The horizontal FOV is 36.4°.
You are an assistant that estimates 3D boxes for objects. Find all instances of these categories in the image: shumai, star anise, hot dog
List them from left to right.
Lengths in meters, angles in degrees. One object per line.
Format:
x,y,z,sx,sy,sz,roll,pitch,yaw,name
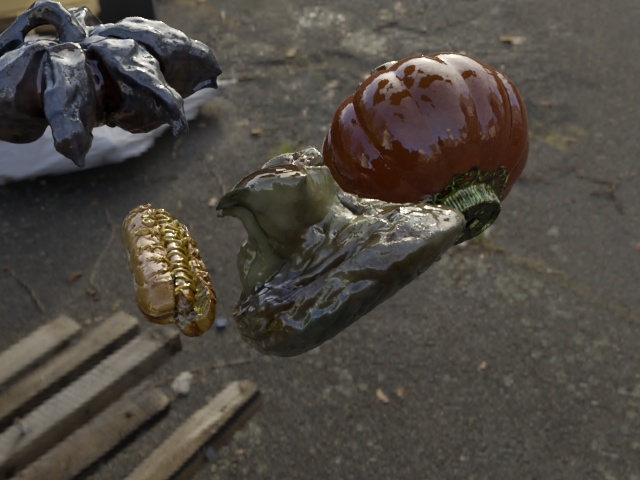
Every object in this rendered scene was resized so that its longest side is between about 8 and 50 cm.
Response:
-0.263,-0.179,1.056,0.315,0.139,0.359,-13,36,-8,star anise
-0.129,0.022,0.820,0.071,0.045,0.165,23,20,-28,hot dog
0.000,0.000,0.774,0.209,0.153,0.161,-35,3,39,shumai

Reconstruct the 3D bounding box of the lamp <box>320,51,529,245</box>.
0.107,-0.092,1.000,0.223,0.223,0.197,-17,62,-18,lamp
